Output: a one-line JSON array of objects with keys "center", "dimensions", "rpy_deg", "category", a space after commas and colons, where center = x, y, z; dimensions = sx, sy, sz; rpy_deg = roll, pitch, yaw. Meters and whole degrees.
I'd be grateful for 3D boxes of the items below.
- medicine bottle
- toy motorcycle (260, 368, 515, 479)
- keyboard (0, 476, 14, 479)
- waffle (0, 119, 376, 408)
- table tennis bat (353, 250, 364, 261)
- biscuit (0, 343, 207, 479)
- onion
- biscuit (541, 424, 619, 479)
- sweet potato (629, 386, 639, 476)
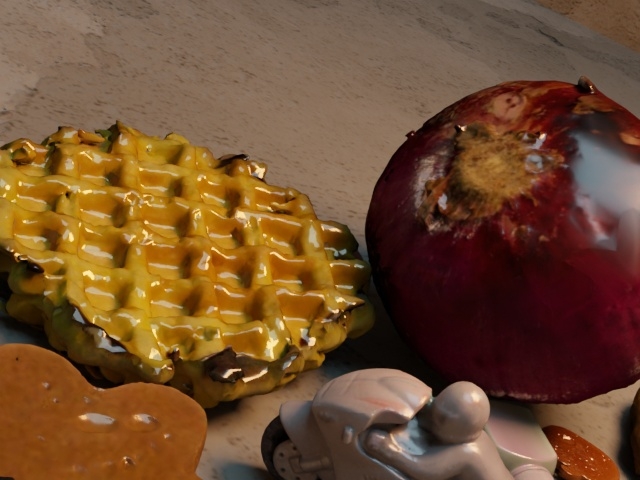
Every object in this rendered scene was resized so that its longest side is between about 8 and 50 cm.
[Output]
[{"center": [0.175, 0.203, 1.161], "dimensions": [0.074, 0.055, 0.118], "rpy_deg": [14, 28, -27], "category": "medicine bottle"}, {"center": [0.083, 0.181, 0.988], "dimensions": [0.260, 0.171, 0.110], "rpy_deg": [29, 27, 8], "category": "toy motorcycle"}, {"center": [-0.298, 0.159, 0.757], "dimensions": [0.231, 0.023, 0.072], "rpy_deg": [4, 30, -6], "category": "keyboard"}, {"center": [-0.145, 0.011, 1.176], "dimensions": [0.380, 0.095, 0.382], "rpy_deg": [37, 31, 22], "category": "waffle"}, {"center": [0.000, 0.000, 1.422], "dimensions": [0.087, 0.013, 0.156], "rpy_deg": [9, 33, -29], "category": "table tennis bat"}, {"center": [-0.178, 0.198, 0.842], "dimensions": [0.275, 0.052, 0.355], "rpy_deg": [16, 29, -12], "category": "biscuit"}, {"center": [0.233, 0.030, 1.295], "dimensions": [0.348, 0.348, 0.385], "rpy_deg": [51, -2, 40], "category": "onion"}, {"center": [0.253, 0.219, 1.252], "dimensions": [0.091, 0.015, 0.078], "rpy_deg": [34, 28, 15], "category": "biscuit"}, {"center": [0.369, 0.197, 1.357], "dimensions": [0.081, 0.062, 0.233], "rpy_deg": [45, 24, 2], "category": "sweet potato"}]
